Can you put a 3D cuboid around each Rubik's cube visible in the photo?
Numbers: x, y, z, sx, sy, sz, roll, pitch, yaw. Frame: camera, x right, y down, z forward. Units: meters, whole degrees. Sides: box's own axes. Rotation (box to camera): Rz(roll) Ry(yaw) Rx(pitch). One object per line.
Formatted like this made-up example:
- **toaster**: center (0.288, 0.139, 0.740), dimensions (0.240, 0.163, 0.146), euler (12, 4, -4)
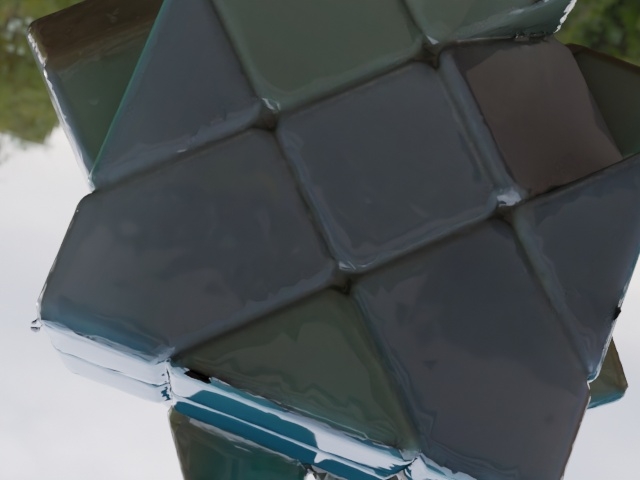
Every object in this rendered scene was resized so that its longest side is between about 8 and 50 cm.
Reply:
- **Rubik's cube**: center (0.000, 0.000, 0.630), dimensions (0.265, 0.224, 0.213), euler (22, 168, 1)
